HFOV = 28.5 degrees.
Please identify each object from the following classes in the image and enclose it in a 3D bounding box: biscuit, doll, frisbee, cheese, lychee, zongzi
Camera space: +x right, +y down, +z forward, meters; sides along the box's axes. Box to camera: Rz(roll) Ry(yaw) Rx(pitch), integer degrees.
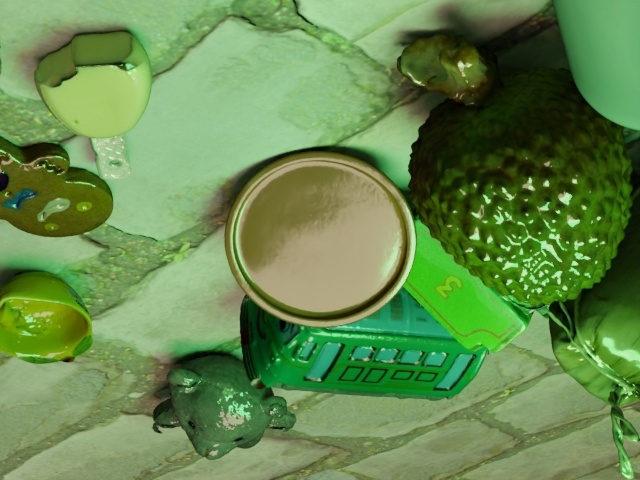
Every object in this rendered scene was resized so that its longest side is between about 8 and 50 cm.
[{"bbox_3d":[-0.364,-0.061,1.572,0.180,0.039,0.236,-30,145,32],"label":"biscuit"},{"bbox_3d":[-0.163,0.310,2.130,0.246,0.158,0.340,9,151,-5],"label":"doll"},{"bbox_3d":[0.000,0.000,1.638,0.251,0.021,0.250,1,112,2],"label":"frisbee"},{"bbox_3d":[-0.252,-0.141,1.442,0.127,0.050,0.255,-5,150,-6],"label":"cheese"},{"bbox_3d":[0.225,-0.080,1.446,0.270,0.319,0.270,-3,-171,0],"label":"lychee"},{"bbox_3d":[0.489,-0.013,1.507,0.467,0.218,0.500,-50,176,37],"label":"zongzi"}]

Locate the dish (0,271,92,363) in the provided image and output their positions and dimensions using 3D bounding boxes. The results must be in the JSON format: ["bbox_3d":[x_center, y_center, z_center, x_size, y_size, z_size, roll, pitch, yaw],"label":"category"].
[{"bbox_3d":[-0.401,0.100,1.792,0.149,0.080,0.207,-15,148,5],"label":"dish"}]

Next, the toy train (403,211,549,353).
[{"bbox_3d":[0.211,0.030,1.682,0.243,0.132,0.188,44,119,-1],"label":"toy train"}]

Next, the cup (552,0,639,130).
[{"bbox_3d":[0.328,-0.250,1.241,0.205,0.205,0.312,-14,151,11],"label":"cup"}]

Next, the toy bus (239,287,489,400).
[{"bbox_3d":[0.074,0.117,1.827,0.344,0.183,0.199,5,147,-22],"label":"toy bus"}]
